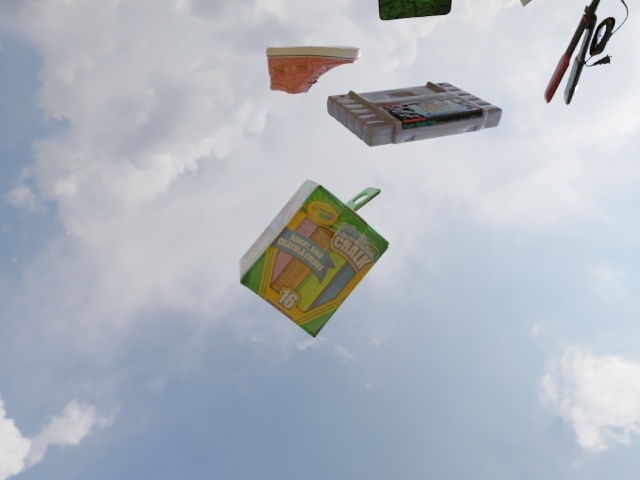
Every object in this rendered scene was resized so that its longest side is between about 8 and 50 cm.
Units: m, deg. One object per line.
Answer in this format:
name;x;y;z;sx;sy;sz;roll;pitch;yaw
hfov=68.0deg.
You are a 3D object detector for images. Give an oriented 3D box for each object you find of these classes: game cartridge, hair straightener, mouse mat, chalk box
game cartridge;0.221;-0.308;1.121;0.354;0.068;0.230;-13;-146;-21
hair straightener;0.518;-0.369;0.914;0.088;0.231;0.047;9;-138;3
mouse mat;0.239;-0.638;1.201;0.189;0.153;0.007;-2;-129;10
chalk box;0.000;0.000;0.671;0.213;0.132;0.132;-51;-167;1

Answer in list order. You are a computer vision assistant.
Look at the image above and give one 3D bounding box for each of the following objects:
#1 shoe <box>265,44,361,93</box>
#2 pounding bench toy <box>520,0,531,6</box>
shoe;-0.013;-0.310;0.863;0.177;0.081;0.063;6;-155;16
pounding bench toy;0.368;-0.440;0.786;0.065;0.083;0.052;-31;-83;9
